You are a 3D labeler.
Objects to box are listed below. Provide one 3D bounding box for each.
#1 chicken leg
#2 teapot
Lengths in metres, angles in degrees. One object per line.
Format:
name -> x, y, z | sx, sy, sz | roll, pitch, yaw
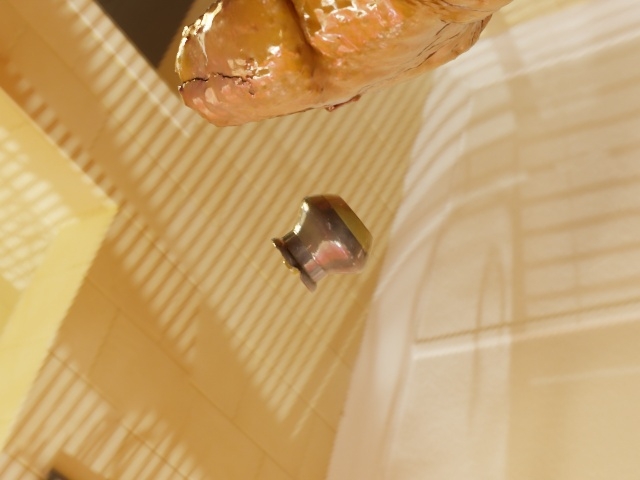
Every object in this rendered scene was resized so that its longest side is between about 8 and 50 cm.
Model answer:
chicken leg -> 0.037, -0.171, 0.702 | 0.295, 0.182, 0.409 | -32, -163, -8
teapot -> 0.000, 0.000, 1.449 | 0.119, 0.130, 0.166 | -38, -166, -1
